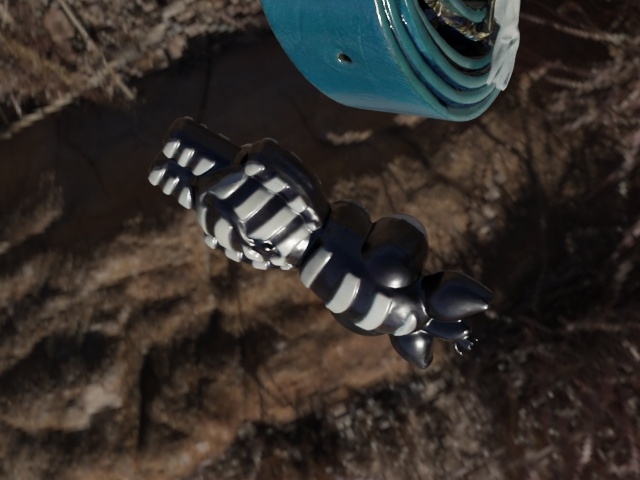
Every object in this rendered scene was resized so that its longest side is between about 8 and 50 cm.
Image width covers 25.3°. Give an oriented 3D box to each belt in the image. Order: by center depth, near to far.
[{"bbox_3d":[0.088,-0.301,1.543,0.436,0.173,0.300,38,65,-63],"label":"belt"}]

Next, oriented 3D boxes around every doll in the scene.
[{"bbox_3d":[0.000,0.000,0.847,0.219,0.067,0.091,33,137,-1],"label":"doll"}]
